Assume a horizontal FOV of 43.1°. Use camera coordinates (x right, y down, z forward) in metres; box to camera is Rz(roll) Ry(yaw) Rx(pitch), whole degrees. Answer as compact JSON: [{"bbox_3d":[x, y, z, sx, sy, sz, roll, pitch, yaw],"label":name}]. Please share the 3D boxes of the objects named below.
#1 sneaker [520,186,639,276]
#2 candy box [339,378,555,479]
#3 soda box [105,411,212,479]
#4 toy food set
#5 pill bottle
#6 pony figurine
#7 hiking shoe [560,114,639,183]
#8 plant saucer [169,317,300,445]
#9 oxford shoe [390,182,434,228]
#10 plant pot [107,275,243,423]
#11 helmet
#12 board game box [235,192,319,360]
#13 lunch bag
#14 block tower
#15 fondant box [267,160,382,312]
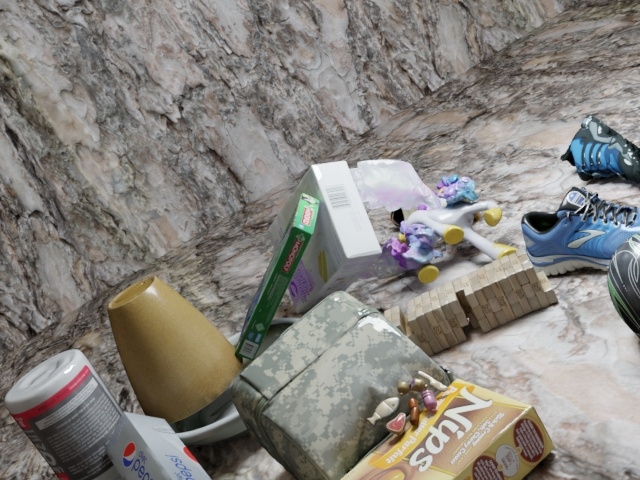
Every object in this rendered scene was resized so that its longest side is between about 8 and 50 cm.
[{"bbox_3d":[0.516,-0.025,1.518,0.330,0.147,0.130,-12,24,44],"label":"sneaker"},{"bbox_3d":[0.155,0.340,1.159,0.316,0.088,0.183,-35,18,-19],"label":"candy box"},{"bbox_3d":[-0.289,0.421,1.476,0.286,0.098,0.091,29,95,54],"label":"soda box"},{"bbox_3d":[0.135,0.248,1.231,0.078,0.019,0.122,29,58,34],"label":"toy food set"},{"bbox_3d":[-0.473,0.394,1.633,0.176,0.319,0.176,-27,16,9],"label":"pill bottle"},{"bbox_3d":[0.243,-0.034,1.849,0.350,0.303,0.363,-12,24,-4],"label":"pony figurine"},{"bbox_3d":[0.657,-0.177,1.849,0.132,0.113,0.304,-56,17,18],"label":"hiking shoe"},{"bbox_3d":[-0.171,0.319,1.730,0.400,0.101,0.400,-28,17,9],"label":"plant saucer"},{"bbox_3d":[0.236,-0.108,2.260,0.130,0.123,0.348,-35,16,0],"label":"oxford shoe"},{"bbox_3d":[-0.328,0.210,1.696,0.237,0.254,0.237,-28,16,9],"label":"plant pot"},{"bbox_3d":[0.516,0.067,1.224,0.169,0.162,0.169,-27,17,9],"label":"helmet"},{"bbox_3d":[-0.091,0.074,1.740,0.213,0.046,0.317,-78,13,-68],"label":"board game box"},{"bbox_3d":[0.039,0.271,1.346,0.305,0.213,0.256,-37,38,-22],"label":"lunch bag"},{"bbox_3d":[0.275,0.130,1.559,0.335,0.097,0.091,-25,18,12],"label":"block tower"},{"bbox_3d":[0.000,0.000,1.911,0.096,0.238,0.330,-11,-22,-27],"label":"fondant box"}]
